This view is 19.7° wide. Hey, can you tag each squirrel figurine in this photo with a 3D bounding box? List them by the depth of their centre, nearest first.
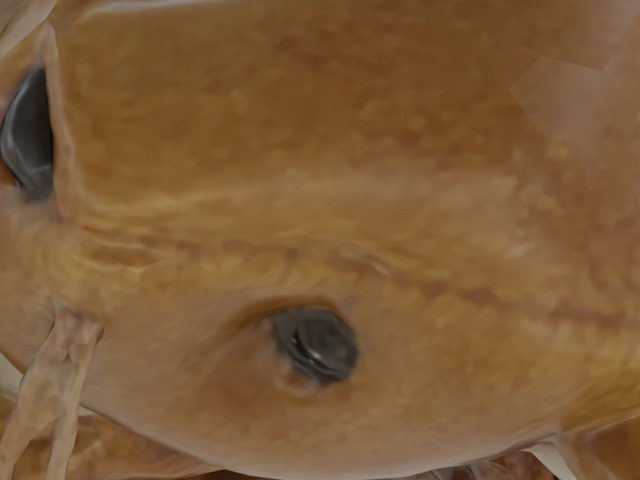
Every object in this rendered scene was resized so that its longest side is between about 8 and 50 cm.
[{"bbox_3d":[0.000,0.000,0.525,0.397,0.370,0.281,9,73,-35],"label":"squirrel figurine"}]
